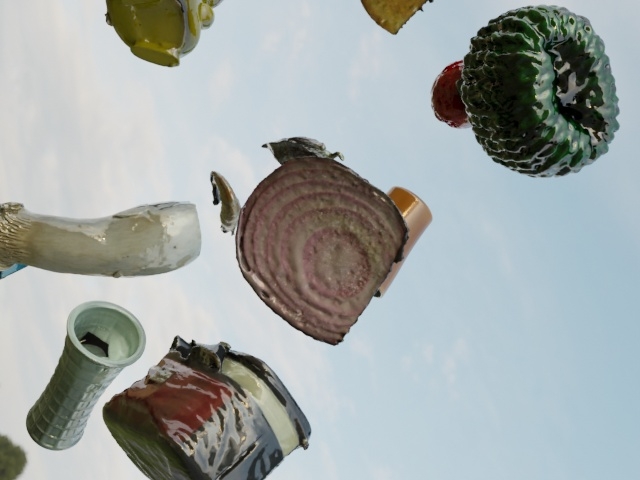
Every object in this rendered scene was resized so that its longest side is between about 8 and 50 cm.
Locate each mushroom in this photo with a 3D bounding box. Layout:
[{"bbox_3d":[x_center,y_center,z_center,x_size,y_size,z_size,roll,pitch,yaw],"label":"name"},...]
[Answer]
[{"bbox_3d":[-0.240,-0.002,0.898,0.081,0.223,0.092,109,-28,-53],"label":"mushroom"}]

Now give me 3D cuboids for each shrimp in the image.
[{"bbox_3d":[-0.216,-0.081,1.912,0.126,0.047,0.223,60,-18,16],"label":"shrimp"}]

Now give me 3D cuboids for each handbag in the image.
[{"bbox_3d":[-0.146,0.220,1.086,0.254,0.181,0.181,-1,-56,54],"label":"handbag"}]

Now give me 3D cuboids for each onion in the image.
[{"bbox_3d":[0.000,0.000,1.325,0.247,0.111,0.250,36,-76,8],"label":"onion"}]

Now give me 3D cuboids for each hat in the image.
[{"bbox_3d":[0.322,-0.246,1.442,0.332,0.242,0.274,14,-63,63],"label":"hat"}]

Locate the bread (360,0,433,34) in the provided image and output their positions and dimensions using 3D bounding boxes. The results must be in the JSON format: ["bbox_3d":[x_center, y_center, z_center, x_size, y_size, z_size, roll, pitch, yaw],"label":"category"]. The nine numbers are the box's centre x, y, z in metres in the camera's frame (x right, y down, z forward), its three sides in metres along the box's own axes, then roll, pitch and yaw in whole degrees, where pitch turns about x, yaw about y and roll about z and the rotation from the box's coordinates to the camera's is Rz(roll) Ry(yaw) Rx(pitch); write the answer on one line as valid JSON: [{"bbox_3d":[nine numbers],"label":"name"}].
[{"bbox_3d":[0.165,-0.572,1.665,0.340,0.179,0.194,-40,-149,43],"label":"bread"}]

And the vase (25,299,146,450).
[{"bbox_3d":[-0.434,0.256,1.547,0.299,0.143,0.143,-55,-127,35],"label":"vase"}]

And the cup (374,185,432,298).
[{"bbox_3d":[0.127,-0.012,2.070,0.226,0.264,0.182,42,-14,-6],"label":"cup"}]

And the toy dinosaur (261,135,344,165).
[{"bbox_3d":[-0.045,-0.210,2.105,0.294,0.162,0.077,-12,-128,56],"label":"toy dinosaur"}]

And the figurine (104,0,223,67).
[{"bbox_3d":[-0.229,-0.411,1.367,0.169,0.327,0.218,16,-44,12],"label":"figurine"}]

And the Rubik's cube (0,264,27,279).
[{"bbox_3d":[-0.588,0.004,1.474,0.211,0.178,0.190,-64,-151,30],"label":"Rubik's cube"}]
